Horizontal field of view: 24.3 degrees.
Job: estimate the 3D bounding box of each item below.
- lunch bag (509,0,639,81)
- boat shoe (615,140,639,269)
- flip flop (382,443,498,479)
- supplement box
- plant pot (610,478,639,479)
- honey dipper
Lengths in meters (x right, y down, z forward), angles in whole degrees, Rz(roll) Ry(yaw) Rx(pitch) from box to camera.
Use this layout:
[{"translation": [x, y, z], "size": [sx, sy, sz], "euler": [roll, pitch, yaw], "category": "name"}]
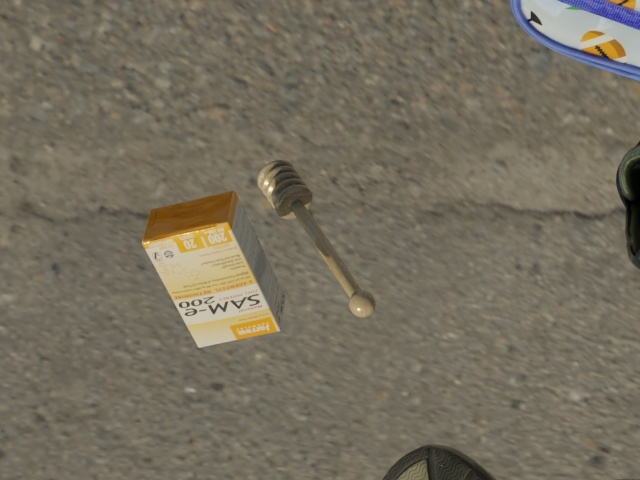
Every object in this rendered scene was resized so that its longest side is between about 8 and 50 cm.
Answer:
[{"translation": [0.287, -0.189, 0.963], "size": [0.303, 0.115, 0.243], "euler": [21, 131, 4], "category": "lunch bag"}, {"translation": [0.246, -0.044, 1.042], "size": [0.080, 0.073, 0.223], "euler": [-52, 17, 35], "category": "boat shoe"}, {"translation": [0.138, 0.234, 0.871], "size": [0.277, 0.080, 0.112], "euler": [42, 108, 6], "category": "flip flop"}, {"translation": [-0.069, 0.020, 0.979], "size": [0.062, 0.098, 0.036], "euler": [-13, 38, 16], "category": "supplement box"}, {"translation": [0.199, 0.276, 0.976], "size": [0.236, 0.032, 0.236], "euler": [3, 81, -20], "category": "plant pot"}, {"translation": [0.000, 0.000, 1.046], "size": [0.030, 0.030, 0.160], "euler": [-44, 47, 10], "category": "honey dipper"}]
